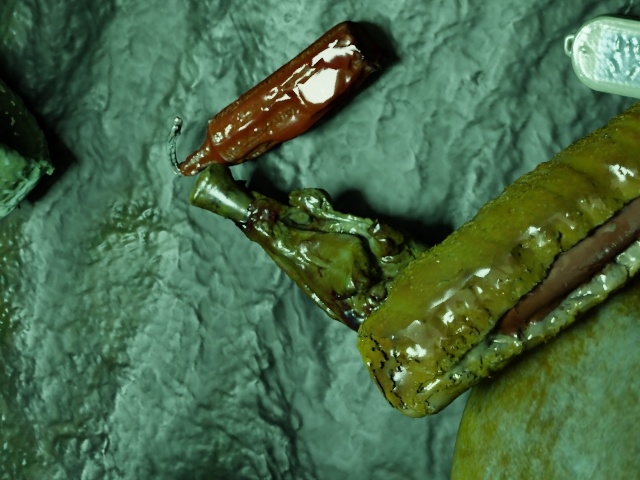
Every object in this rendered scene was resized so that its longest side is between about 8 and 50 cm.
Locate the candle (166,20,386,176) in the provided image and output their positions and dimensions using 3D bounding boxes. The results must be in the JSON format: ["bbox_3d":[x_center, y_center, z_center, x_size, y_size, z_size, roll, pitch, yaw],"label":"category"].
[{"bbox_3d":[-0.034,-0.083,0.907,0.162,0.048,0.053,-33,56,24],"label":"candle"}]

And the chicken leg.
[{"bbox_3d":[0.000,0.000,0.888,0.178,0.070,0.093,29,147,16],"label":"chicken leg"}]

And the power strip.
[{"bbox_3d":[0.228,-0.094,0.813,0.191,0.030,0.047,13,103,19],"label":"power strip"}]

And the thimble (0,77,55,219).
[{"bbox_3d":[-0.233,-0.069,0.967,0.062,0.084,0.110,-41,95,23],"label":"thimble"}]

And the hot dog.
[{"bbox_3d":[0.138,-0.014,0.769,0.289,0.068,0.083,-40,45,8],"label":"hot dog"}]

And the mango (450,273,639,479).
[{"bbox_3d":[0.166,0.121,0.815,0.193,0.146,0.316,-8,75,25],"label":"mango"}]
